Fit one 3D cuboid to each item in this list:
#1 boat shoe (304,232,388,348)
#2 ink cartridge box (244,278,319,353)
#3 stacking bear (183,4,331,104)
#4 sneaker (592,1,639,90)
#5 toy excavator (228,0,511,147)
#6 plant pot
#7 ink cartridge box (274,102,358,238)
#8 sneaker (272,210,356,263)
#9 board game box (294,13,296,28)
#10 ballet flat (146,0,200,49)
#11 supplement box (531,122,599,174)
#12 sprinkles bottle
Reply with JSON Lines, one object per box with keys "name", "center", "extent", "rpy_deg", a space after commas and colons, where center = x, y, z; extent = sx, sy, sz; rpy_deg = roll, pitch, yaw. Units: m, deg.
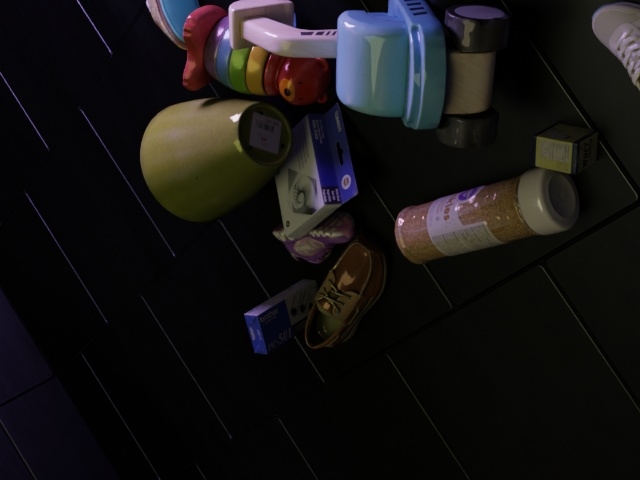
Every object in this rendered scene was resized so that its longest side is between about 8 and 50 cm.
{"name": "boat shoe", "center": [0.050, 0.130, 2.098], "extent": [0.122, 0.120, 0.324], "rpy_deg": [39, 133, 22]}
{"name": "ink cartridge box", "center": [-0.079, 0.172, 2.179], "extent": [0.046, 0.207, 0.097], "rpy_deg": [2, 112, 43]}
{"name": "stacking bear", "center": [-0.115, -0.360, 1.925], "extent": [0.289, 0.164, 0.175], "rpy_deg": [23, 132, 18]}
{"name": "sneaker", "center": [0.507, -0.285, 1.461], "extent": [0.228, 0.092, 0.087], "rpy_deg": [45, 137, 18]}
{"name": "toy excavator", "center": [0.066, -0.342, 1.669], "extent": [0.433, 0.445, 0.222], "rpy_deg": [-102, 13, -60]}
{"name": "plant pot", "center": [-0.197, -0.196, 2.024], "extent": [0.293, 0.275, 0.274], "rpy_deg": [-13, 102, 54]}
{"name": "ink cartridge box", "center": [-0.020, -0.147, 2.007], "extent": [0.224, 0.045, 0.223], "rpy_deg": [-37, 56, 46]}
{"name": "sneaker", "center": [0.000, 0.000, 2.107], "extent": [0.236, 0.095, 0.104], "rpy_deg": [-4, 115, 50]}
{"name": "board game box", "center": [-0.090, -0.431, 1.999], "extent": [0.133, 0.033, 0.168], "rpy_deg": [17, 122, 36]}
{"name": "ballet flat", "center": [-0.359, -0.582, 2.123], "extent": [0.123, 0.123, 0.348], "rpy_deg": [-17, 93, 47]}
{"name": "supplement box", "center": [0.419, -0.158, 1.619], "extent": [0.083, 0.083, 0.056], "rpy_deg": [18, 123, 38]}
{"name": "sprinkles bottle", "center": [0.301, -0.042, 1.765], "extent": [0.355, 0.121, 0.121], "rpy_deg": [-17, 99, 47]}
